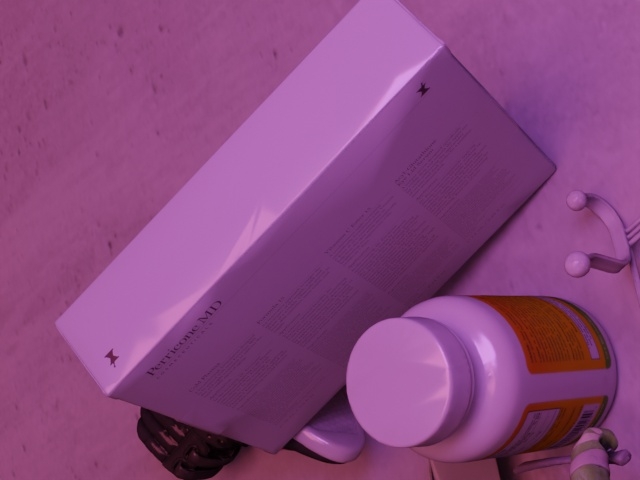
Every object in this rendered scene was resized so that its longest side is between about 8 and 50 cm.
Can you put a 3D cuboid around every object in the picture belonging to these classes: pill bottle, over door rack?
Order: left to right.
[{"bbox_3d":[0.133,0.113,1.237,0.136,0.245,0.136,-2,87,38],"label":"pill bottle"},{"bbox_3d":[0.310,-0.003,1.122,0.239,0.108,0.324,-46,34,28],"label":"over door rack"}]

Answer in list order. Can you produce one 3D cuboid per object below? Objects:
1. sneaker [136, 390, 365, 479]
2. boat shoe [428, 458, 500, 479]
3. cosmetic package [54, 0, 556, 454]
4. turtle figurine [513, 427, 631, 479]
[{"bbox_3d":[-0.076,0.191,1.497,0.295,0.104,0.147,27,108,39],"label":"sneaker"},{"bbox_3d":[0.142,0.266,1.339,0.077,0.070,0.219,-8,75,-2],"label":"boat shoe"},{"bbox_3d":[0.000,0.000,1.260,0.377,0.284,0.097,-46,61,6],"label":"cosmetic package"},{"bbox_3d":[0.281,0.243,1.189,0.266,0.275,0.198,-14,69,13],"label":"turtle figurine"}]
